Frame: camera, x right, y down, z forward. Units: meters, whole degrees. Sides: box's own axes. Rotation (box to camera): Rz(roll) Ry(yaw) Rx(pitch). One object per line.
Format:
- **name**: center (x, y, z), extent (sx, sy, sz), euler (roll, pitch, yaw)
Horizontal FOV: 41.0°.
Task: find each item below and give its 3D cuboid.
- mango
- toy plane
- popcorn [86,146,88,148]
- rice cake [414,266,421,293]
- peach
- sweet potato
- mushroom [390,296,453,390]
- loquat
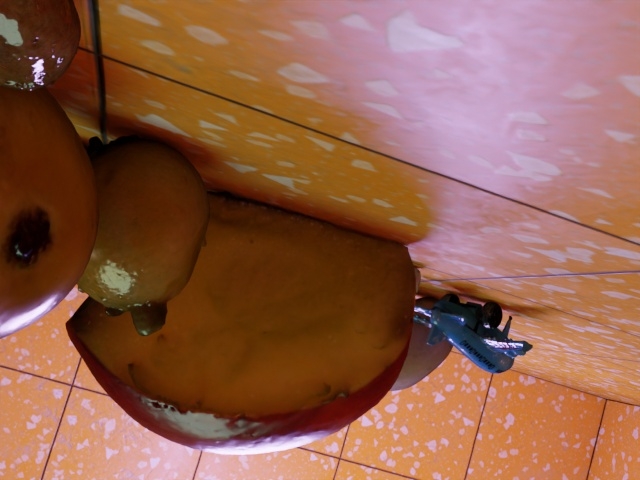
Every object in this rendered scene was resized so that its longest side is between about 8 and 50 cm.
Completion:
- **mango**: center (-0.338, -0.056, 0.674), extent (0.300, 0.232, 0.445), euler (29, 173, -34)
- **toy plane**: center (0.245, 0.149, 1.371), extent (0.254, 0.105, 0.271), euler (11, 172, 43)
- **popcorn**: center (-0.278, -0.046, 1.018), extent (0.173, 0.142, 0.173), euler (-6, 163, -2)
- **rice cake**: center (0.040, 0.030, 1.182), extent (0.210, 0.043, 0.034), euler (17, 168, -7)
- **peach**: center (-0.098, 0.112, 1.026), extent (0.380, 0.306, 0.242), euler (14, 147, -8)
- **sweet potato**: center (-0.173, -0.114, 0.498), extent (0.068, 0.068, 0.226), euler (18, 173, -13)
- **mushroom**: center (0.133, 0.163, 1.538), extent (0.204, 0.204, 0.204), euler (16, 173, 2)
- **loquat**: center (-0.183, -0.007, 0.836), extent (0.149, 0.205, 0.172), euler (-3, 169, -23)
